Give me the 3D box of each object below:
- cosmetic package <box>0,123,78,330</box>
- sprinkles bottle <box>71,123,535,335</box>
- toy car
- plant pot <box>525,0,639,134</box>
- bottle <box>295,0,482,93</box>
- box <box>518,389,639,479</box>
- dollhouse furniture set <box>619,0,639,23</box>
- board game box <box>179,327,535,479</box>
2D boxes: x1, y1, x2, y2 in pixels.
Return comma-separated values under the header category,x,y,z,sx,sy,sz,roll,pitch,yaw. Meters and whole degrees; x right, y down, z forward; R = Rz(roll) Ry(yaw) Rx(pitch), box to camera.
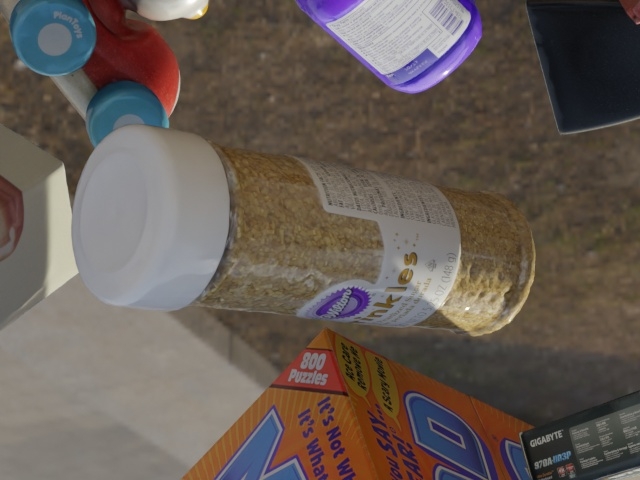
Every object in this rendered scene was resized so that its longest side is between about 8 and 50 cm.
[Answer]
category,x,y,z,sx,sy,sz,roll,pitch,yaw
cosmetic package,-0.347,0.028,1.072,0.153,0.296,0.129,28,139,25
sprinkles bottle,0.000,0.000,1.008,0.355,0.121,0.121,7,153,-41
toy car,-0.160,-0.226,1.298,0.238,0.219,0.210,-36,118,2
plant pot,0.366,-0.248,1.615,0.167,0.188,0.187,2,129,32
bottle,0.032,-0.240,1.240,0.118,0.092,0.283,-41,138,14
box,0.275,0.122,0.967,0.175,0.051,0.220,-3,162,-35
dollhouse furniture set,0.387,-0.231,1.281,0.201,0.374,0.152,41,108,-9
board game box,0.063,0.367,1.190,0.356,0.356,0.356,28,116,-32
